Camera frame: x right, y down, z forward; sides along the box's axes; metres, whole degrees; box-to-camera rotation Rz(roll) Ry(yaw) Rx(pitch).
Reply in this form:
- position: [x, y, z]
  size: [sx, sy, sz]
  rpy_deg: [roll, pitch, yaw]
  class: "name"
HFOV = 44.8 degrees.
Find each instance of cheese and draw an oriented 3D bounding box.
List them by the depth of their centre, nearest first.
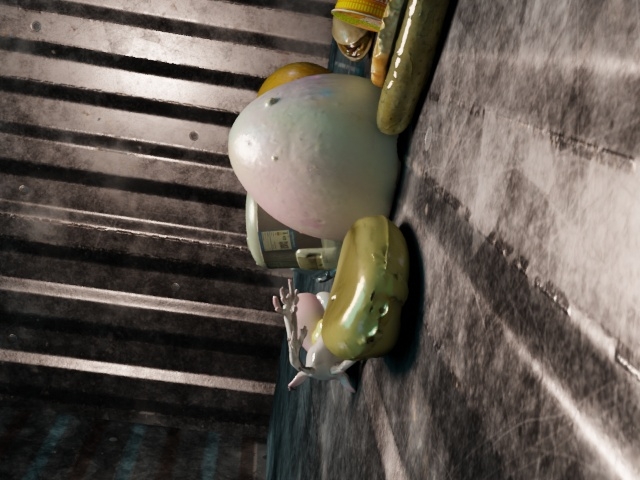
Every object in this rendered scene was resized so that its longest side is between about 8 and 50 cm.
- position: [0.078, 0.094, 1.340]
  size: [0.316, 0.128, 0.259]
  rpy_deg: [-112, 33, -76]
  class: "cheese"

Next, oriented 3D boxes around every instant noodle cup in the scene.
- position: [0.127, -0.587, 1.777]
  size: [0.168, 0.169, 0.184]
  rpy_deg: [-122, 49, -81]
  class: "instant noodle cup"

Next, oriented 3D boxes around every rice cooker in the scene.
- position: [-0.043, -0.058, 2.030]
  size: [0.288, 0.277, 0.288]
  rpy_deg: [-1, -90, -81]
  class: "rice cooker"

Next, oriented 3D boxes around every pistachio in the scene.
- position: [0.099, -0.608, 2.255]
  size: [0.129, 0.131, 0.206]
  rpy_deg: [45, -157, -41]
  class: "pistachio"

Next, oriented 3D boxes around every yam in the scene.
- position: [0.165, -0.338, 1.341]
  size: [0.371, 0.083, 0.083]
  rpy_deg: [103, 173, -49]
  class: "yam"

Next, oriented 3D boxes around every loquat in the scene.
- position: [-0.029, -0.376, 2.332]
  size: [0.360, 0.328, 0.328]
  rpy_deg: [-11, 63, 37]
  class: "loquat"

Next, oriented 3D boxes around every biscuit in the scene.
- position: [0.147, -0.418, 1.497]
  size: [0.204, 0.040, 0.308]
  rpy_deg: [94, -165, -65]
  class: "biscuit"

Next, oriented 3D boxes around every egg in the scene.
- position: [-0.024, -0.179, 1.635]
  size: [0.354, 0.340, 0.354]
  rpy_deg: [-175, 90, -84]
  class: "egg"

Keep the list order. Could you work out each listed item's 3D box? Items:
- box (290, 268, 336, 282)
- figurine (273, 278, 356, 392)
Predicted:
- position: [0.000, 0.000, 2.243]
  size: [0.162, 0.130, 0.226]
  rpy_deg: [147, 132, -62]
  class: "box"
- position: [-0.004, 0.198, 1.712]
  size: [0.315, 0.207, 0.284]
  rpy_deg: [-116, 23, -72]
  class: "figurine"
